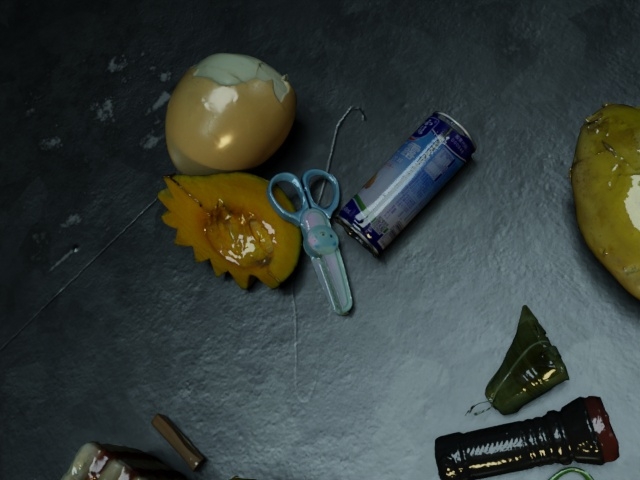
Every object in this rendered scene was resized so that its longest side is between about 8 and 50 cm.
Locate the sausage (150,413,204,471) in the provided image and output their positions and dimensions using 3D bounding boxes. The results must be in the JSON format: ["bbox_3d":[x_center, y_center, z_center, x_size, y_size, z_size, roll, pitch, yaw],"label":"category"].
[{"bbox_3d":[-0.228,0.318,1.045,0.116,0.026,0.026,37,84,26],"label":"sausage"}]

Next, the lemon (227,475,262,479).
[{"bbox_3d":[-0.109,0.439,0.835,0.310,0.253,0.253,-42,63,-16],"label":"lemon"}]

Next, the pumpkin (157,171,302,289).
[{"bbox_3d":[-0.144,-0.029,1.114,0.254,0.130,0.149,41,53,-1],"label":"pumpkin"}]

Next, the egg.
[{"bbox_3d":[-0.160,-0.206,1.126,0.201,0.201,0.244,41,99,26],"label":"egg"}]

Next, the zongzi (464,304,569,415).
[{"bbox_3d":[0.260,0.178,0.939,0.154,0.062,0.130,-39,41,18],"label":"zongzi"}]

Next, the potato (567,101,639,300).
[{"bbox_3d":[0.440,-0.049,0.905,0.173,0.140,0.300,-17,72,4],"label":"potato"}]

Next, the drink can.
[{"bbox_3d":[0.134,-0.089,1.043,0.235,0.097,0.097,-47,64,-2],"label":"drink can"}]

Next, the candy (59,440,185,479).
[{"bbox_3d":[-0.331,0.455,0.942,0.135,0.179,0.321,27,81,24],"label":"candy"}]

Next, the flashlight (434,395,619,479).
[{"bbox_3d":[0.267,0.270,0.875,0.232,0.093,0.093,-18,66,17],"label":"flashlight"}]

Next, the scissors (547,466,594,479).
[{"bbox_3d":[0.268,0.368,0.864,0.204,0.027,0.101,-18,65,9],"label":"scissors"}]

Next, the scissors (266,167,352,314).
[{"bbox_3d":[0.000,0.000,1.073,0.125,0.030,0.256,-11,72,-24],"label":"scissors"}]
